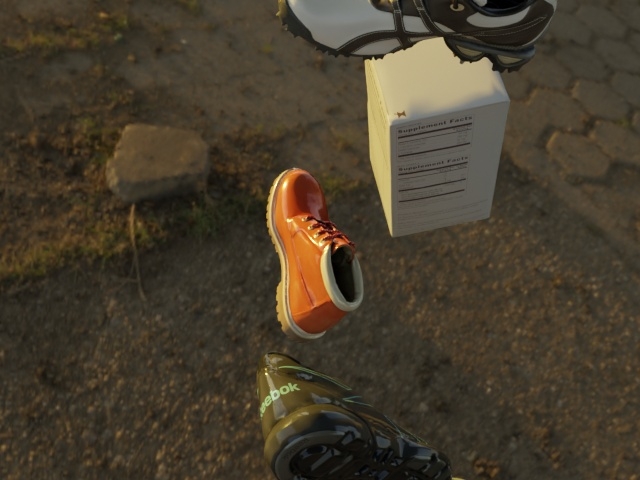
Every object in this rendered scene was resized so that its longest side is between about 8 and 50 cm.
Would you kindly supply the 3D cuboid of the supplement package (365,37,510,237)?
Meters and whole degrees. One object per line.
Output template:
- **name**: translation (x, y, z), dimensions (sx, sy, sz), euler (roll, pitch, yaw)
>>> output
- **supplement package**: translation (0.133, -0.130, 1.030), dimensions (0.133, 0.244, 0.139), euler (-12, 61, -1)

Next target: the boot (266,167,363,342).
- **boot**: translation (0.000, 0.000, 0.733), dimensions (0.059, 0.084, 0.158), euler (6, 64, -32)

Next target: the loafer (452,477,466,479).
- **loafer**: translation (0.223, 0.426, 1.264), dimensions (0.084, 0.096, 0.267), euler (-8, 12, -29)

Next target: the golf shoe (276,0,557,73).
- **golf shoe**: translation (0.070, -0.175, 0.600), dimensions (0.198, 0.094, 0.077), euler (1, 71, -9)

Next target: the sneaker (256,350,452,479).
- **sneaker**: translation (0.034, 0.176, 0.771), dimensions (0.267, 0.101, 0.106), euler (43, 11, -47)
